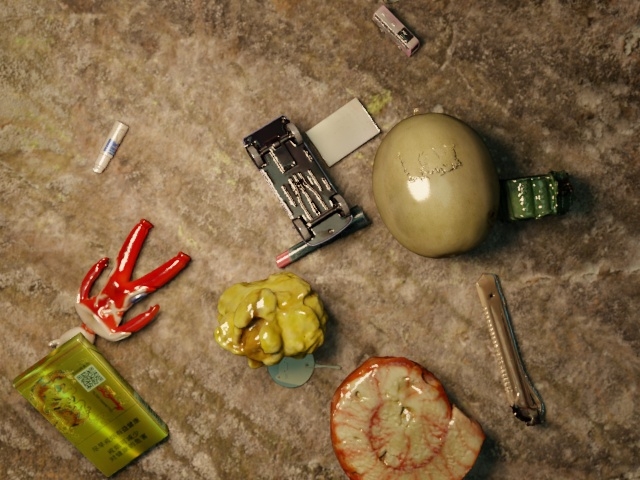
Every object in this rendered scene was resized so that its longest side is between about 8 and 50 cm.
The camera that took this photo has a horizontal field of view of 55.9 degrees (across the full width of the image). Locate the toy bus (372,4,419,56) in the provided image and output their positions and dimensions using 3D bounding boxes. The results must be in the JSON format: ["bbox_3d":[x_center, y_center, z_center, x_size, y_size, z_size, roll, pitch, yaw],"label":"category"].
[{"bbox_3d":[0.179,-0.496,1.426,0.037,0.052,0.131,-44,88,-3],"label":"toy bus"}]

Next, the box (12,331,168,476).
[{"bbox_3d":[-0.500,0.368,1.334,0.173,0.043,0.311,-35,111,-2],"label":"box"}]

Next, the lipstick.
[{"bbox_3d":[0.000,0.000,1.408,0.234,0.053,0.054,-31,88,2],"label":"lipstick"}]

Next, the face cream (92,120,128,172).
[{"bbox_3d":[-0.498,-0.218,1.421,0.034,0.034,0.130,28,87,1],"label":"face cream"}]

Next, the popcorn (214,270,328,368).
[{"bbox_3d":[-0.102,0.169,1.317,0.256,0.255,0.195,15,110,26],"label":"popcorn"}]

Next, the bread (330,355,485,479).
[{"bbox_3d":[0.172,0.427,1.354,0.295,0.114,0.328,-43,89,-1],"label":"bread"}]

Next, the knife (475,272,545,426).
[{"bbox_3d":[0.432,0.251,1.400,0.089,0.043,0.366,-14,84,-34],"label":"knife"}]

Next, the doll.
[{"bbox_3d":[-0.474,0.140,1.379,0.188,0.099,0.384,41,84,12],"label":"doll"}]

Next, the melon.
[{"bbox_3d":[0.245,-0.127,1.304,0.268,0.268,0.331,-10,80,0],"label":"melon"}]

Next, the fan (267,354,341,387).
[{"bbox_3d":[-0.039,0.291,1.413,0.175,0.005,0.113,4,87,2],"label":"fan"}]

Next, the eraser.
[{"bbox_3d":[0.051,-0.256,1.429,0.150,0.023,0.104,-35,88,-2],"label":"eraser"}]

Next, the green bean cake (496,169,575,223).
[{"bbox_3d":[0.491,-0.100,1.334,0.193,0.208,0.107,-7,90,2],"label":"green bean cake"}]

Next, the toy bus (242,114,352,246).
[{"bbox_3d":[-0.052,-0.126,1.370,0.125,0.133,0.292,-32,85,-7],"label":"toy bus"}]

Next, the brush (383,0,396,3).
[{"bbox_3d":[0.279,-0.643,1.434,0.296,0.068,0.060,-20,68,1],"label":"brush"}]
